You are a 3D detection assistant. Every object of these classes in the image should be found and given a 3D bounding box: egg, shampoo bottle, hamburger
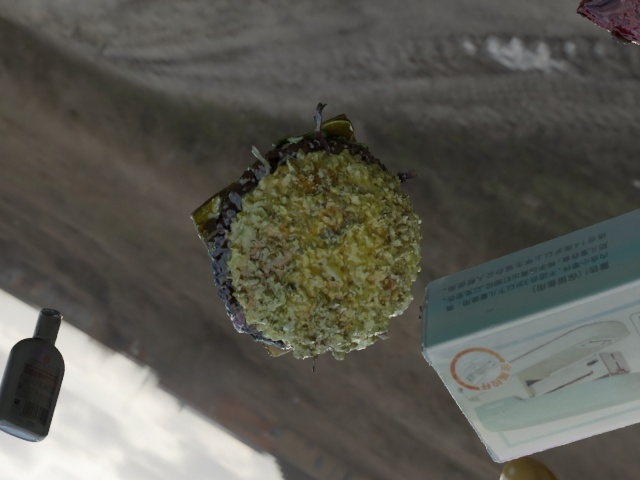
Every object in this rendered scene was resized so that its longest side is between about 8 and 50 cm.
[{"bbox_3d":[0.271,0.320,1.888,0.080,0.080,0.096,34,-151,-31],"label":"egg"},{"bbox_3d":[-0.357,0.164,1.822,0.080,0.165,0.040,29,147,-33],"label":"shampoo bottle"},{"bbox_3d":[0.000,0.000,1.512,0.261,0.243,0.139,57,165,-21],"label":"hamburger"}]

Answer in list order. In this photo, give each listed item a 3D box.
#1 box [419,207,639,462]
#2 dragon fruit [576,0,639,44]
[{"bbox_3d":[0.215,0.055,1.027,0.135,0.269,0.079,56,-155,-31],"label":"box"},{"bbox_3d":[0.474,-0.360,1.817,0.134,0.211,0.262,36,145,-20],"label":"dragon fruit"}]
